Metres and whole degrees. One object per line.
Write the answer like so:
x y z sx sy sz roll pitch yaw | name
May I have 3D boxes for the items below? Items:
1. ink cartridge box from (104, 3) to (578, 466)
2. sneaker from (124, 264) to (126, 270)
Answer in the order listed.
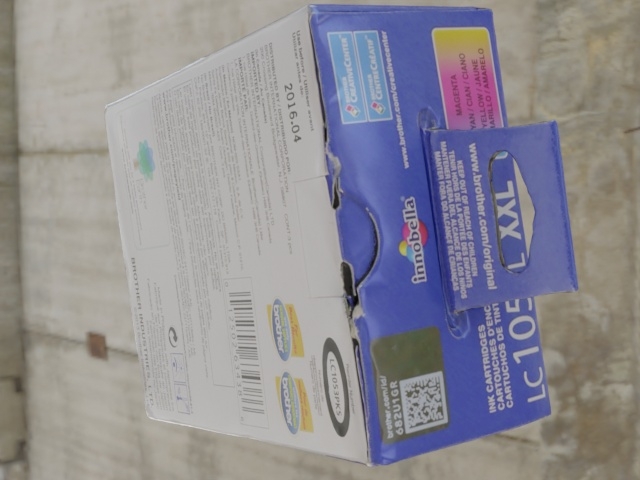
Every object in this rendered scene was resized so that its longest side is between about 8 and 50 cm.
0.000 0.000 0.724 0.395 0.151 0.270 -7 -89 60 | ink cartridge box
-0.144 -0.021 1.010 0.042 0.067 0.119 -173 -84 -89 | sneaker
